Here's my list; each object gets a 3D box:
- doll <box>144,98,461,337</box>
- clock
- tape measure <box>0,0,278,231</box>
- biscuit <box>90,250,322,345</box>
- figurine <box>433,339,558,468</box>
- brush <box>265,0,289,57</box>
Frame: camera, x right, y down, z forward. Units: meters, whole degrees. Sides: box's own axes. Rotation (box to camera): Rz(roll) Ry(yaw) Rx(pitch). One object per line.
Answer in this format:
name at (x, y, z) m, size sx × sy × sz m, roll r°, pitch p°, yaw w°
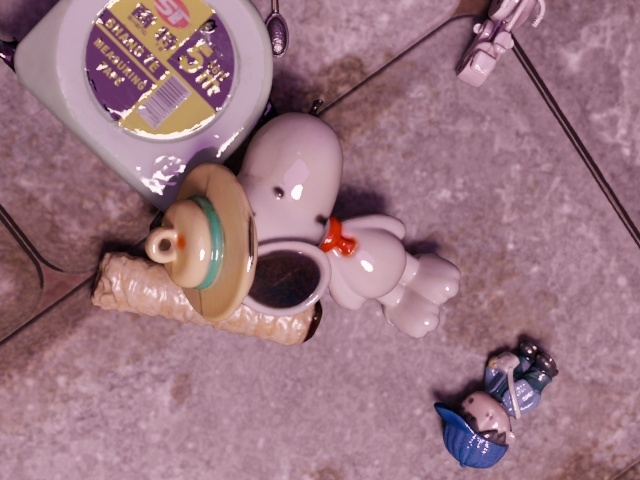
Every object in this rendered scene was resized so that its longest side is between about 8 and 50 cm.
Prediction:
doll at (-0.005, 0.020, 0.882) m, size 0.208 × 0.144 × 0.271 m, roll -47°, pitch 122°, yaw -12°
clock at (0.173, -0.205, 0.940) m, size 0.041 × 0.087 × 0.129 m, roll 29°, pitch 101°, yaw -10°
tape measure at (-0.199, -0.195, 0.874) m, size 0.215 × 0.098 × 0.351 m, roll -46°, pitch 108°, yaw 2°
biscuit at (-0.107, 0.058, 0.950) m, size 0.219 × 0.055 × 0.061 m, roll 14°, pitch 106°, yaw -9°
figurine at (0.179, 0.168, 1.004) m, size 0.136 × 0.077 × 0.079 m, roll -37°, pitch 136°, yaw -16°
brush at (-0.042, -0.216, 0.945) m, size 0.024 × 0.008 × 0.083 m, roll -3°, pitch 98°, yaw -4°
